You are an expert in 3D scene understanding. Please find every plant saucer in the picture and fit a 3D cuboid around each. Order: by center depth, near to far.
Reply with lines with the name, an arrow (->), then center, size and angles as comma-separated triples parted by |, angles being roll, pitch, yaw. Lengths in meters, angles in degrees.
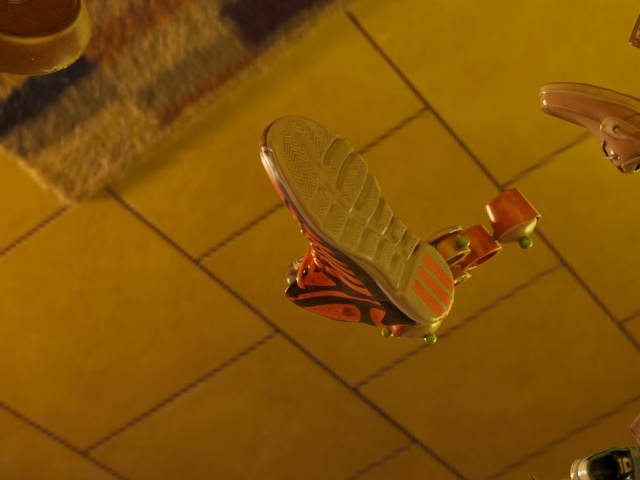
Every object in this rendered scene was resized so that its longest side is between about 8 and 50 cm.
plant saucer -> -0.276, -0.214, 1.080 | 0.169, 0.168, 0.029 | 12, 139, -23

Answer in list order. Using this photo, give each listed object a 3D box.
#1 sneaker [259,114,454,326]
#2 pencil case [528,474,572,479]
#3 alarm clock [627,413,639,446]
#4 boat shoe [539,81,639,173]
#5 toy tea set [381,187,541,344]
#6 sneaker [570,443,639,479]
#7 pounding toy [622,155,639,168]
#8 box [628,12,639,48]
sneaker -> 0.000, 0.000, 1.471 | 0.180, 0.124, 0.321 | -15, 123, 44
pencil case -> 0.431, 0.429, 1.961 | 0.160, 0.167, 0.386 | 17, 152, -40
alarm clock -> 0.274, 0.149, 0.866 | 0.192, 0.129, 0.064 | 28, 103, -46
boat shoe -> 0.492, -0.162, 1.965 | 0.122, 0.341, 0.110 | 15, 96, -63
toy tea set -> 0.223, 0.055, 1.945 | 0.200, 0.124, 0.336 | -21, 163, -30
sneaker -> 0.365, 0.261, 1.444 | 0.144, 0.053, 0.059 | -14, 161, 1
pounding toy -> 0.522, -0.139, 1.822 | 0.130, 0.100, 0.141 | 3, 126, 3
box -> 0.417, -0.190, 1.221 | 0.147, 0.180, 0.077 | 13, 108, -20
